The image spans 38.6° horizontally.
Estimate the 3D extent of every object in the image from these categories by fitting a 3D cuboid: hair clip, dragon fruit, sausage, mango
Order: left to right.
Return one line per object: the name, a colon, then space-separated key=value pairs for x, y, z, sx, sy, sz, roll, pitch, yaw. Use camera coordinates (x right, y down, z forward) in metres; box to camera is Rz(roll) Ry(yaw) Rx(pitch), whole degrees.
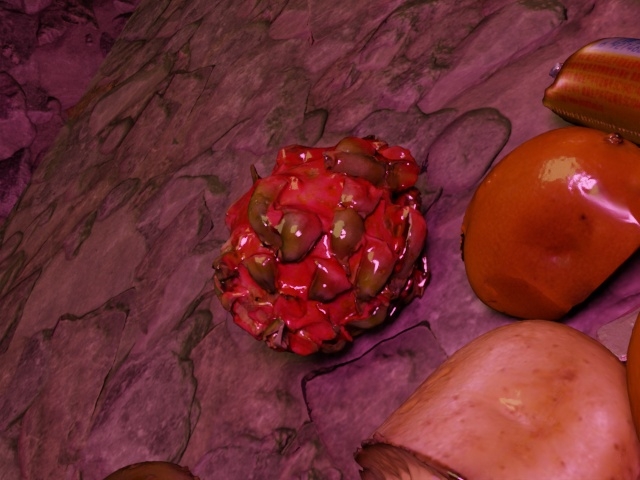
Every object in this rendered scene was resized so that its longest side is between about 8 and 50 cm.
dragon fruit: x=0.006 y=0.003 z=1.132 sx=0.302 sy=0.231 sz=0.237 roll=-40 pitch=24 yaw=-18
mango: x=0.240 y=-0.018 z=0.955 sx=0.136 sy=0.166 sz=0.236 roll=-20 pitch=-27 yaw=-55
sausage: x=0.350 y=-0.158 z=1.009 sx=0.125 sy=0.117 sz=0.317 roll=-59 pitch=30 yaw=3
hair clip: x=0.328 y=0.064 z=0.874 sx=0.137 sy=0.022 sz=0.054 roll=-42 pitch=33 yaw=8

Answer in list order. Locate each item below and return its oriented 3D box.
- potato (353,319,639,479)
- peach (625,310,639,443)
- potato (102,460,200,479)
potato: x=0.167 y=0.175 z=0.761 sx=0.243 sy=0.242 sz=0.285 roll=-61 pitch=-9 yaw=-21
peach: x=0.347 y=0.116 z=0.573 sx=0.289 sy=0.289 sz=0.308 roll=-27 pitch=67 yaw=28
potato: x=-0.182 y=0.368 z=1.002 sx=0.210 sy=0.173 sz=0.307 roll=-49 pitch=34 yaw=-7
